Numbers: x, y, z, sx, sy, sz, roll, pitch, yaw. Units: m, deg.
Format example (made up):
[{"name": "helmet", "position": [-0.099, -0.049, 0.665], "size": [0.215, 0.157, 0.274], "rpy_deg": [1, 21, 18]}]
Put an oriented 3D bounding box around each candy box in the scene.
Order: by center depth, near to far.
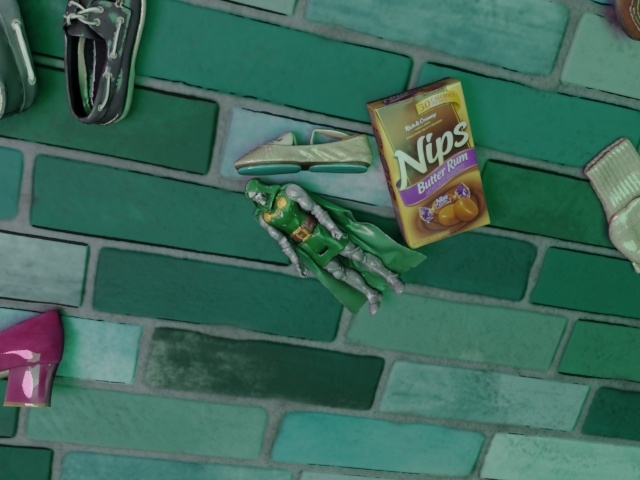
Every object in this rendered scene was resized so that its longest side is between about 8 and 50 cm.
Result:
[{"name": "candy box", "position": [0.133, -0.094, 0.832], "size": [0.109, 0.053, 0.187], "rpy_deg": [-19, 111, -2]}]

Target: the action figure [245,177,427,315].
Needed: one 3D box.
[{"name": "action figure", "position": [0.000, 0.000, 0.834], "size": [0.232, 0.063, 0.137], "rpy_deg": [37, 119, -15]}]

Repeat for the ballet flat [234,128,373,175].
[{"name": "ballet flat", "position": [-0.021, -0.106, 0.808], "size": [0.168, 0.057, 0.052], "rpy_deg": [-2, 82, -13]}]

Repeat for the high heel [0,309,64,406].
[{"name": "high heel", "position": [-0.437, 0.136, 0.818], "size": [0.244, 0.082, 0.117], "rpy_deg": [3, 78, 3]}]

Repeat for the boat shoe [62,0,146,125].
[{"name": "boat shoe", "position": [-0.231, -0.221, 0.704], "size": [0.075, 0.065, 0.206], "rpy_deg": [13, 111, 13]}]

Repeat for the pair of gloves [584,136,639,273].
[{"name": "pair of gloves", "position": [0.490, -0.075, 0.907], "size": [0.240, 0.042, 0.204], "rpy_deg": [-31, 112, 3]}]

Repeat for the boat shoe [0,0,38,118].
[{"name": "boat shoe", "position": [-0.364, -0.274, 0.670], "size": [0.116, 0.099, 0.320], "rpy_deg": [-5, 101, 30]}]

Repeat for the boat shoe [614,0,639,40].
[{"name": "boat shoe", "position": [0.475, -0.359, 0.759], "size": [0.123, 0.116, 0.324], "rpy_deg": [40, 99, -20]}]
